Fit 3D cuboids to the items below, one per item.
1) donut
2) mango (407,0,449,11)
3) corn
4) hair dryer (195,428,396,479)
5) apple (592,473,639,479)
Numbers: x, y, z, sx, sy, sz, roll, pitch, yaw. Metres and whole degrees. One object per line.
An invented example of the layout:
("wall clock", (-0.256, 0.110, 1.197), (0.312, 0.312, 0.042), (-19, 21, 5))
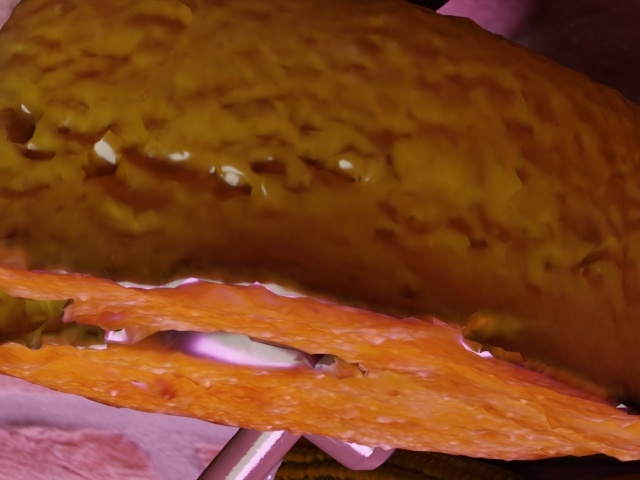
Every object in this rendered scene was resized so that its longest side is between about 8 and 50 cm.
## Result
("donut", (0.000, 0.000, 0.941), (0.377, 0.163, 0.435), (15, 167, -16))
("mango", (-0.006, -0.174, 0.824), (0.192, 0.146, 0.316), (24, 153, 6))
("corn", (0.039, 0.171, 1.270), (0.231, 0.080, 0.080), (6, 138, 28))
("hair dryer", (-0.035, 0.132, 1.236), (0.117, 0.064, 0.182), (37, 116, -7))
("apple", (0.203, 0.259, 1.118), (0.314, 0.252, 0.309), (11, 122, -10))
